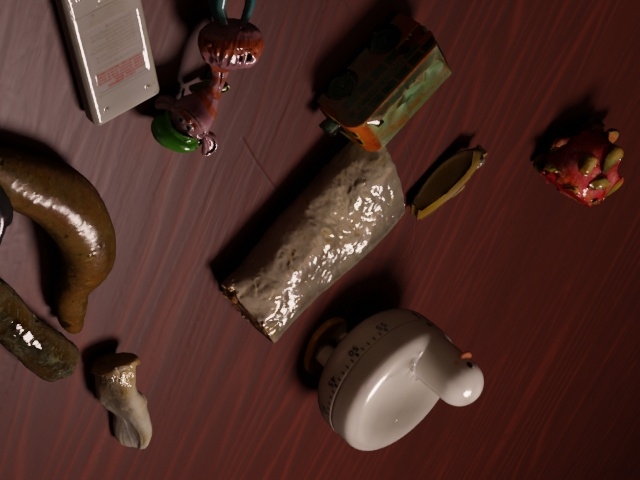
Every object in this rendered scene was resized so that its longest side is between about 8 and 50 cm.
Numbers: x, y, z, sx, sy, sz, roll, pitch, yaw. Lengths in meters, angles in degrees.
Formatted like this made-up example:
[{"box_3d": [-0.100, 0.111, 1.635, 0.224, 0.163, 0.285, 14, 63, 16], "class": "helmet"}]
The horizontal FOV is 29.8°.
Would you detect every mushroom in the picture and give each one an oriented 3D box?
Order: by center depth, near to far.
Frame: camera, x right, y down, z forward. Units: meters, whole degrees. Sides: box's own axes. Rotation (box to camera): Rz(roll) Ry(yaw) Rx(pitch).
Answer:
[{"box_3d": [-0.256, 0.213, 1.584, 0.202, 0.059, 0.054, 84, 18, -49], "class": "mushroom"}]

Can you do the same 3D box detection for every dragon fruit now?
[{"box_3d": [0.443, -0.131, 2.007, 0.207, 0.133, 0.150, -44, 177, -39], "class": "dragon fruit"}]

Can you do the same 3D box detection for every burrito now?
[{"box_3d": [-0.002, -0.002, 1.623, 0.299, 0.105, 0.143, -46, 143, -3], "class": "burrito"}]

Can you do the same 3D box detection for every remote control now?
[{"box_3d": [-0.218, -0.209, 1.229, 0.087, 0.029, 0.190, -34, 144, -23], "class": "remote control"}]

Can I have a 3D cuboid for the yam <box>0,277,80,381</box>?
[{"box_3d": [-0.350, 0.086, 1.341, 0.061, 0.061, 0.253, -45, 146, -8], "class": "yam"}]

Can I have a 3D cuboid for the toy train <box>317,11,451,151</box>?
[{"box_3d": [0.081, -0.196, 1.530, 0.188, 0.099, 0.072, -48, 147, -5], "class": "toy train"}]

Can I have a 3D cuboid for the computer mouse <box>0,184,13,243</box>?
[{"box_3d": [-0.406, 0.020, 1.156, 0.170, 0.100, 0.269, 16, 113, -27], "class": "computer mouse"}]

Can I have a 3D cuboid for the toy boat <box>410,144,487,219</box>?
[{"box_3d": [0.192, -0.090, 1.815, 0.149, 0.047, 0.049, -45, 160, -3], "class": "toy boat"}]

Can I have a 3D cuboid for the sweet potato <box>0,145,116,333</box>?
[{"box_3d": [-0.282, -0.012, 1.314, 0.108, 0.079, 0.346, -14, 142, -1], "class": "sweet potato"}]

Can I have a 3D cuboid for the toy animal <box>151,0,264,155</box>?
[{"box_3d": [-0.118, -0.197, 1.323, 0.103, 0.100, 0.208, -73, -179, -65], "class": "toy animal"}]

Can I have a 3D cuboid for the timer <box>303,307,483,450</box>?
[{"box_3d": [0.119, 0.225, 1.861, 0.233, 0.240, 0.234, -31, 143, -27], "class": "timer"}]
